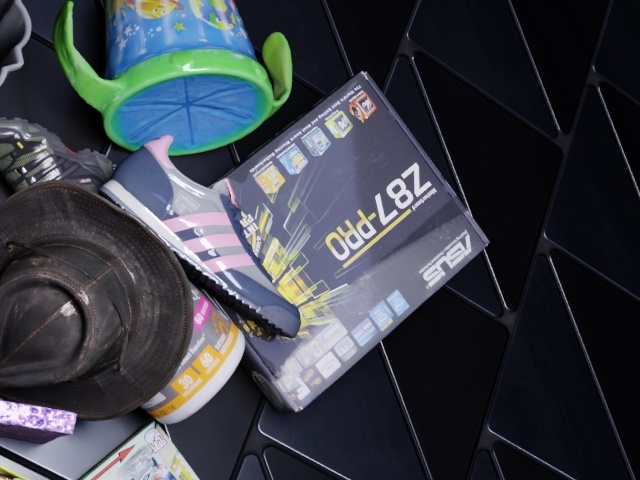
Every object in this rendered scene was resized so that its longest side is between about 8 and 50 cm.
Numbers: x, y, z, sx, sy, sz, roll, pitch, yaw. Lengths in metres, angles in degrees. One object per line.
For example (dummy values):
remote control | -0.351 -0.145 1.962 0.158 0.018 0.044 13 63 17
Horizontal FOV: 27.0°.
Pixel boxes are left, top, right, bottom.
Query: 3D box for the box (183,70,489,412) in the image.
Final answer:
box | 0.000 0.000 1.883 0.395 0.097 0.318 -39 99 -21

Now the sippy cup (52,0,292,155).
sippy cup | -0.197 -0.266 1.824 0.305 0.240 0.224 36 37 -62

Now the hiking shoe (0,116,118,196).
hiking shoe | -0.368 -0.080 1.732 0.227 0.086 0.114 19 63 -26

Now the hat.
hat | -0.319 0.102 1.557 0.331 0.331 0.134 50 27 -9

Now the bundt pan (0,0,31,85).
bundt pan | -0.532 -0.266 1.641 0.331 0.124 0.330 18 50 -23

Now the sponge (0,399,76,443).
sponge | -0.409 0.210 1.599 0.210 0.117 0.031 14 71 -27

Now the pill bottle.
pill bottle | -0.243 0.091 1.701 0.278 0.162 0.162 45 58 -17

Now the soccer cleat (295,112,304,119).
soccer cleat | -0.018 -0.101 1.965 0.072 0.060 0.179 -10 83 -31

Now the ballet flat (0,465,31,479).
ballet flat | -0.389 0.296 1.576 0.231 0.077 0.077 29 56 -3

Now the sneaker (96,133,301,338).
sneaker | -0.127 -0.006 1.726 0.319 0.112 0.131 41 76 -11

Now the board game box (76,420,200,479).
board game box | -0.265 0.405 1.669 0.317 0.046 0.213 -39 96 -33
